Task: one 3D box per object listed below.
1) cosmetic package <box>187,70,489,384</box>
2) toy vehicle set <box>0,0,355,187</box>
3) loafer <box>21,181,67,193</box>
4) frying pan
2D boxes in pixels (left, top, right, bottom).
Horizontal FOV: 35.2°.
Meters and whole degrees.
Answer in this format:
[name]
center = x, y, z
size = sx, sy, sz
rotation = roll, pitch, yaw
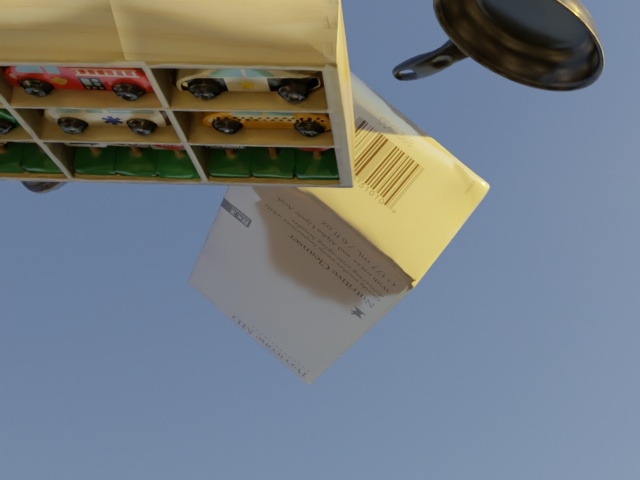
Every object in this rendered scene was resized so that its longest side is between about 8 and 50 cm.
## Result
[cosmetic package]
center = 0.000, 0.000, 1.134
size = 0.156, 0.217, 0.385
rotation = -49, -5, -28
[toy vehicle set]
center = -0.116, -0.076, 0.551
size = 0.266, 0.035, 0.166
rotation = 2, -17, 6
[loafer]
center = -0.213, -0.170, 1.032
size = 0.095, 0.109, 0.303
rotation = -5, -45, -54
[frying pan]
center = 0.205, -0.215, 1.140
size = 0.197, 0.326, 0.053
rotation = 30, -103, -1
